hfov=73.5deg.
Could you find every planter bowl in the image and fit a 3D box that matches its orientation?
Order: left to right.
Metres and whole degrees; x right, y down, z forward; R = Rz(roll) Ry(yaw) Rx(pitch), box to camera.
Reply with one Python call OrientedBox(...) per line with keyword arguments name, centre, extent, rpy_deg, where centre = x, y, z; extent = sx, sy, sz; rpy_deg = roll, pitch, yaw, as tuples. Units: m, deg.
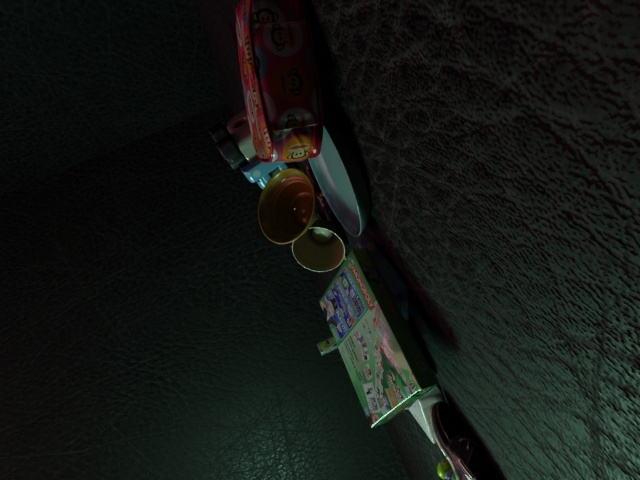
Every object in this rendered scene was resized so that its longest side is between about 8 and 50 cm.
OrientedBox(name="planter bowl", centre=(-0.073, -0.092, 1.235), extent=(0.090, 0.217, 0.217), rpy_deg=(12, -138, -51))
OrientedBox(name="planter bowl", centre=(0.000, 0.000, 1.331), extent=(0.109, 0.162, 0.162), rpy_deg=(-77, -29, -56))

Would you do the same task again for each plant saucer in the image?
OrientedBox(name="plant saucer", centre=(0.031, -0.160, 0.935), extent=(0.317, 0.043, 0.318), rpy_deg=(156, 90, -83))

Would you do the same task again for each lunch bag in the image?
OrientedBox(name="lunch bag", centre=(-0.090, -0.293, 0.811), extent=(0.258, 0.120, 0.293), rpy_deg=(-148, 49, -69))

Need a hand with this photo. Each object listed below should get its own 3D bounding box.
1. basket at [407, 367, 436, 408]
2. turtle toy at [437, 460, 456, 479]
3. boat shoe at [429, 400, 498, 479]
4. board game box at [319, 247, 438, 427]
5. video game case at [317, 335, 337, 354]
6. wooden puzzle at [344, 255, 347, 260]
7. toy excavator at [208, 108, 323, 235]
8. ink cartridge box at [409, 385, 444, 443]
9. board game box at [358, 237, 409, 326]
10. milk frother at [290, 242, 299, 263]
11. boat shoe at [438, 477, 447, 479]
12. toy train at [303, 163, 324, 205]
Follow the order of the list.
OrientedBox(name="basket", centre=(0.177, 0.303, 1.031), extent=(0.103, 0.113, 0.167), rpy_deg=(42, 176, -11))
OrientedBox(name="turtle toy", centre=(0.358, 0.632, 1.127), extent=(0.095, 0.066, 0.130), rpy_deg=(68, 172, -21))
OrientedBox(name="boat shoe", centre=(0.311, 0.449, 0.910), extent=(0.079, 0.084, 0.233), rpy_deg=(-56, 42, 36))
OrientedBox(name="board game box", centre=(0.104, 0.205, 0.921), extent=(0.213, 0.046, 0.317), rpy_deg=(-60, 44, 44))
OrientedBox(name="video game case", centre=(0.088, 0.385, 1.683), extent=(0.232, 0.210, 0.042), rpy_deg=(86, 158, -73))
OrientedBox(name="wooden puzzle", centre=(0.066, 0.033, 1.438), extent=(0.079, 0.014, 0.116), rpy_deg=(68, 172, -24))
OrientedBox(name="toy excavator", centre=(-0.149, -0.233, 1.523), extent=(0.445, 0.222, 0.433), rpy_deg=(53, -178, -39))
OrientedBox(name="ink cartridge box", centre=(0.264, 0.439, 1.172), extent=(0.296, 0.066, 0.261), rpy_deg=(-136, 23, -71))
OrientedBox(name="board game box", centre=(0.151, 0.118, 1.006), extent=(0.160, 0.039, 0.211), rpy_deg=(58, 171, 39))
OrientedBox(name="milk frother", centre=(-0.059, 0.018, 1.814), extent=(0.143, 0.134, 0.129), rpy_deg=(100, 145, -78))
OrientedBox(name="boat shoe", centre=(0.384, 0.734, 1.295), extent=(0.075, 0.065, 0.206), rpy_deg=(59, 171, 40))
OrientedBox(name="toy train", centre=(-0.022, -0.159, 1.303), extent=(0.166, 0.046, 0.125), rpy_deg=(98, 147, -76))
